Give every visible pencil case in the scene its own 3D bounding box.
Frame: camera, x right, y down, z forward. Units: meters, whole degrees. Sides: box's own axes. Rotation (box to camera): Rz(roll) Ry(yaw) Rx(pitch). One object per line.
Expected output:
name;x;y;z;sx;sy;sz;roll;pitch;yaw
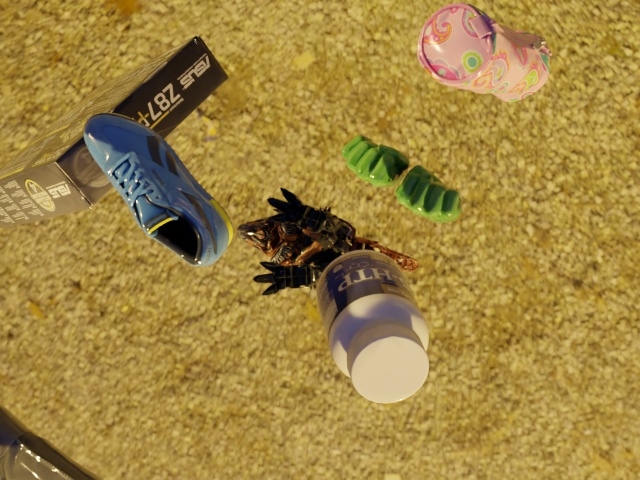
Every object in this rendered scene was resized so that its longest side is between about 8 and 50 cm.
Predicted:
pencil case;0.253;-0.277;1.354;0.124;0.284;0.124;2;94;32

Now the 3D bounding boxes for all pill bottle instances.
pill bottle;0.061;0.096;1.022;0.112;0.187;0.112;-3;115;-7

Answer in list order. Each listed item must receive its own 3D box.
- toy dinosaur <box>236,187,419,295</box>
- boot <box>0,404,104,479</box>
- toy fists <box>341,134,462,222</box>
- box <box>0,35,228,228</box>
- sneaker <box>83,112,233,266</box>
toy dinosaur;0.000;0.000;1.510;0.322;0.218;0.164;-12;83;25
boot;-0.215;0.224;0.771;0.208;0.076;0.190;24;151;15
toy fists;0.171;-0.128;1.876;0.279;0.142;0.096;35;105;18
box;-0.365;-0.167;1.468;0.395;0.318;0.097;-7;124;52
sneaker;-0.182;-0.056;0.969;0.209;0.082;0.069;46;114;0
